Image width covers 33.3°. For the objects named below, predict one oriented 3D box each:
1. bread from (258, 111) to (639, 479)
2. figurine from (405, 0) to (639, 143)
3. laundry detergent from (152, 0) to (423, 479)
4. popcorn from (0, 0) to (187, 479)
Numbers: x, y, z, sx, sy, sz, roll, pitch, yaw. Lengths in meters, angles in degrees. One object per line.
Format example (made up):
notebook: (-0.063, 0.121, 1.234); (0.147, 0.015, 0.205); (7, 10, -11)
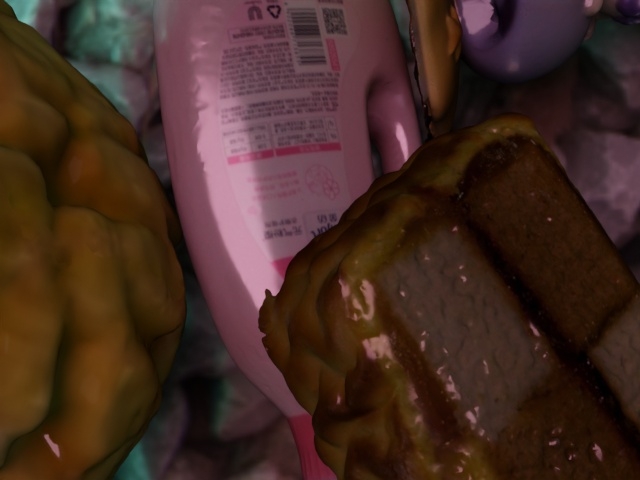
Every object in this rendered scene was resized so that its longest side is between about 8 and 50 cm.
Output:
bread: (0.083, 0.065, 0.507); (0.181, 0.096, 0.222); (-34, 93, -32)
figurine: (0.166, -0.160, 0.550); (0.257, 0.181, 0.208); (-9, 49, 5)
laundry detergent: (0.000, 0.000, 0.585); (0.159, 0.088, 0.335); (-6, 79, -30)
popcorn: (-0.271, 0.010, 0.529); (0.390, 0.354, 0.344); (33, 79, 21)
